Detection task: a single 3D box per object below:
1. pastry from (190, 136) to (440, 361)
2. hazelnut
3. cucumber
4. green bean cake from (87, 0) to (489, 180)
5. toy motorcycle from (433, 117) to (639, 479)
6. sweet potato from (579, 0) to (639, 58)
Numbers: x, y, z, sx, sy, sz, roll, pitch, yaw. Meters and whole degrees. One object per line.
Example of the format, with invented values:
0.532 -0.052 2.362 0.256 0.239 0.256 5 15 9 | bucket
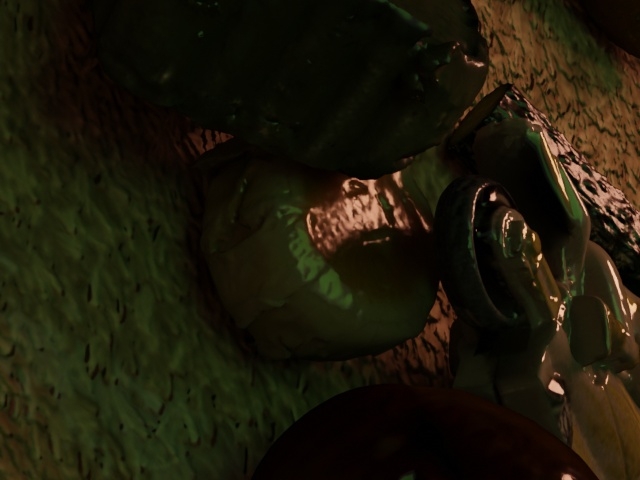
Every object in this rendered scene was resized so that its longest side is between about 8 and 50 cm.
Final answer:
0.000 0.000 1.112 0.166 0.088 0.165 24 53 -36 | pastry
0.057 0.190 1.003 0.229 0.229 0.229 20 58 -35 | hazelnut
0.208 0.005 1.317 0.293 0.067 0.067 43 47 -20 | cucumber
-0.020 -0.143 1.080 0.227 0.125 0.222 16 29 -23 | green bean cake
0.161 0.088 1.171 0.223 0.108 0.340 -52 125 -53 | toy motorcycle
0.161 -0.283 1.404 0.346 0.079 0.108 38 61 -19 | sweet potato
